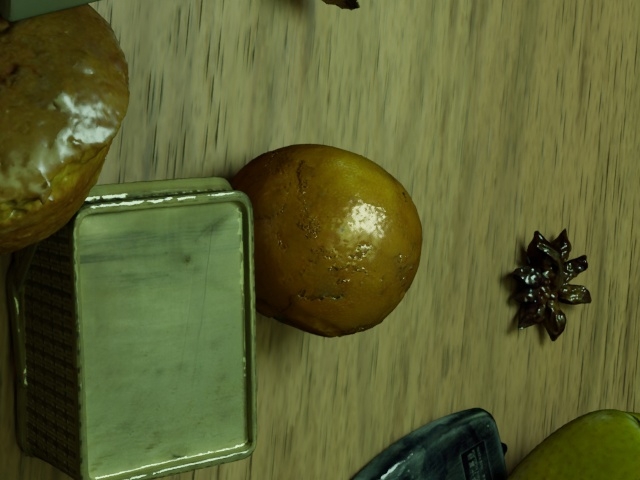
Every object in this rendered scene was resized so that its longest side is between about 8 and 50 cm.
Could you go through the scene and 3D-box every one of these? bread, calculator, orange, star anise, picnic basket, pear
[{"bbox_3d":[-0.338,-0.133,1.272,0.312,0.172,0.312,2,60,-3],"label":"bread"},{"bbox_3d":[0.161,0.333,1.793,0.268,0.040,0.177,-25,108,-36],"label":"calculator"},{"bbox_3d":[0.000,0.000,1.540,0.240,0.240,0.240,-2,94,-35],"label":"orange"},{"bbox_3d":[0.326,0.062,1.881,0.168,0.057,0.168,-11,108,-38],"label":"star anise"},{"bbox_3d":[-0.204,0.087,1.443,0.228,0.175,0.313,-6,100,-35],"label":"picnic basket"},{"bbox_3d":[0.398,0.432,1.776,0.362,0.362,0.418,-3,108,-35],"label":"pear"}]

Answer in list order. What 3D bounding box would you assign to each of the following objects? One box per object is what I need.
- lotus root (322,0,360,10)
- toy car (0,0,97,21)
[{"bbox_3d":[0.030,-0.434,1.591,0.131,0.146,0.303,17,81,-37],"label":"lotus root"},{"bbox_3d":[-0.306,-0.388,1.270,0.242,0.336,0.226,-22,134,-32],"label":"toy car"}]
